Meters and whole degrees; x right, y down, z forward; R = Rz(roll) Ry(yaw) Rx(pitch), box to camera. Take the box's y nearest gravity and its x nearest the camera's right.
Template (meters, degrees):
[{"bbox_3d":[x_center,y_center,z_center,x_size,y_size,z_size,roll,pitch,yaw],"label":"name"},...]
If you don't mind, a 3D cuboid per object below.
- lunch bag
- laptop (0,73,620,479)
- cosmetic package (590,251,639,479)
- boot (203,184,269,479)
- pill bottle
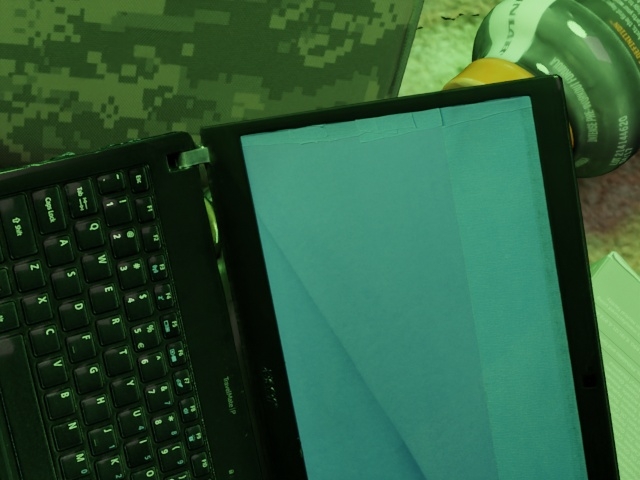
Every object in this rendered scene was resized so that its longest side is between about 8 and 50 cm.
[{"bbox_3d":[-0.101,-0.174,0.626,0.305,0.212,0.256,3,38,-13],"label":"lunch bag"},{"bbox_3d":[-0.038,0.078,0.423,0.264,0.136,0.234,-15,101,-25],"label":"laptop"},{"bbox_3d":[0.104,0.133,0.617,0.107,0.127,0.238,46,65,4],"label":"cosmetic package"},{"bbox_3d":[-0.141,0.038,0.528,0.284,0.138,0.377,-29,98,-12],"label":"boot"},{"bbox_3d":[0.188,-0.127,0.727,0.246,0.130,0.130,-37,83,-23],"label":"pill bottle"}]
